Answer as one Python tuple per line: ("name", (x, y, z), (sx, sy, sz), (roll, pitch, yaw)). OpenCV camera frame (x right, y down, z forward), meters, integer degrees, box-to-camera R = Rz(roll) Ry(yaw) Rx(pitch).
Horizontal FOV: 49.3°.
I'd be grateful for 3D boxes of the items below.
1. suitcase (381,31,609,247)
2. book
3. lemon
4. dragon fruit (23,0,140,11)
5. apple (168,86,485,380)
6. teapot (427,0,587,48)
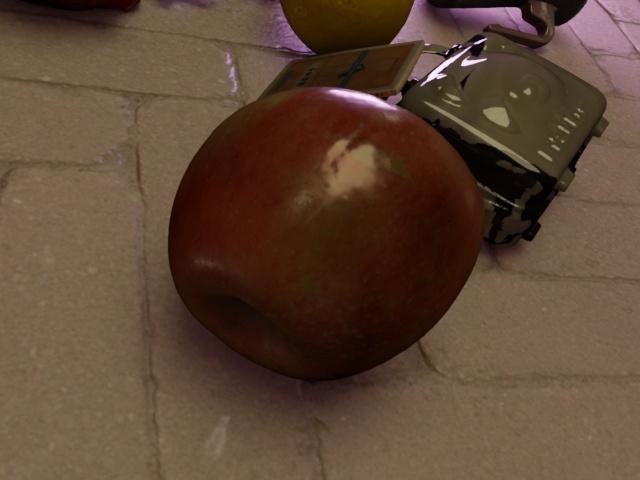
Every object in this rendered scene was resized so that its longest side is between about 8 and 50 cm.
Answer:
("suitcase", (0.248, -0.190, 1.089), (0.339, 0.194, 0.351), (34, 46, 13))
("book", (0.028, -0.254, 1.083), (0.241, 0.018, 0.170), (-2, 38, 27))
("lemon", (0.049, -0.418, 1.191), (0.240, 0.219, 0.240), (-12, 13, 3))
("dragon fruit", (-0.457, -0.428, 1.046), (0.343, 0.282, 0.100), (19, 87, -6))
("apple", (0.000, 0.000, 0.743), (0.319, 0.319, 0.277), (26, 68, 3))
("teapot", (0.393, -0.571, 1.479), (0.344, 0.253, 0.300), (6, 81, -23))
